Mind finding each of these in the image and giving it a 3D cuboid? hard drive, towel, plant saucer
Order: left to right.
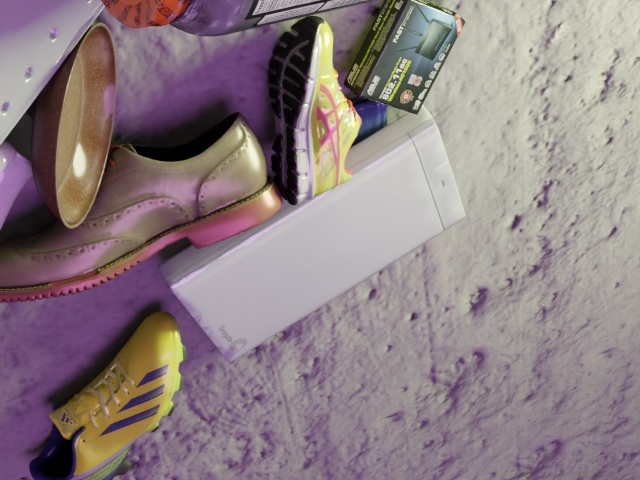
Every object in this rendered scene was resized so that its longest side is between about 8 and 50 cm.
[{"bbox_3d":[-0.238,-0.112,1.308,0.036,0.198,0.198,10,133,4],"label":"plant saucer"},{"bbox_3d":[0.000,0.000,1.638,0.353,0.047,0.233,-31,150,-2],"label":"hard drive"},{"bbox_3d":[0.020,-0.130,1.555,0.119,0.029,0.067,-18,138,-19],"label":"towel"}]

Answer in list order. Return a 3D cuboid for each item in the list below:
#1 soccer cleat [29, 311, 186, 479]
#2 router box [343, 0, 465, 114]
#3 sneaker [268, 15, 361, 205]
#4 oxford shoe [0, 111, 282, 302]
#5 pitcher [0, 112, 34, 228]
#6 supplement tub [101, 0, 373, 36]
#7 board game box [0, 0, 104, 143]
[{"bbox_3d":[-0.260,0.203,1.663,0.121,0.093,0.289,14,122,-34],"label":"soccer cleat"},{"bbox_3d":[0.092,-0.207,1.500,0.092,0.038,0.122,12,111,-40],"label":"router box"},{"bbox_3d":[0.000,-0.144,1.473,0.094,0.081,0.208,-11,123,-25],"label":"sneaker"},{"bbox_3d":[-0.221,-0.038,1.451,0.348,0.123,0.130,-22,113,-12],"label":"oxford shoe"},{"bbox_3d":[-0.356,-0.034,1.295,0.207,0.178,0.125,-41,100,8],"label":"pitcher"},{"bbox_3d":[-0.039,-0.288,1.192,0.316,0.193,0.193,-17,139,-32],"label":"supplement tub"},{"bbox_3d":[-0.319,-0.209,1.042,0.390,0.050,0.390,-58,155,-22],"label":"board game box"}]
